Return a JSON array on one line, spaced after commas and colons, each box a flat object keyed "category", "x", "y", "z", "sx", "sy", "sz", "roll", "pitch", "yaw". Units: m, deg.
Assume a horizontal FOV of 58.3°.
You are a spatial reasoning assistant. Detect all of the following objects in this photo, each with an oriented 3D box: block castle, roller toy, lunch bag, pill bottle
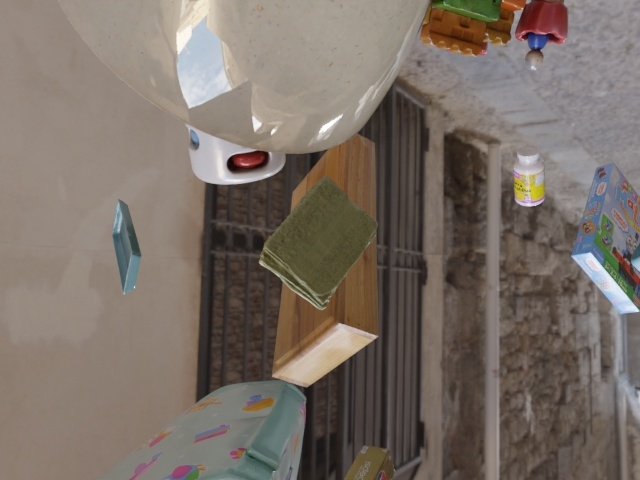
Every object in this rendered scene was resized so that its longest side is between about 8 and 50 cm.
[{"category": "block castle", "x": 0.177, "y": -0.422, "z": 0.982, "sx": 0.453, "sy": 0.213, "sz": 0.303, "roll": 5, "pitch": -171, "yaw": -25}, {"category": "roller toy", "x": -0.167, "y": -0.208, "z": 1.150, "sx": 0.209, "sy": 0.146, "sz": 0.191, "roll": 6, "pitch": -153, "yaw": 20}, {"category": "lunch bag", "x": -0.114, "y": 0.240, "z": 0.472, "sx": 0.262, "sy": 0.160, "sz": 0.223, "roll": -43, "pitch": 177, "yaw": 6}, {"category": "pill bottle", "x": 0.304, "y": -0.095, "z": 0.836, "sx": 0.043, "sy": 0.083, "sz": 0.043, "roll": -11, "pitch": -145, "yaw": 8}]

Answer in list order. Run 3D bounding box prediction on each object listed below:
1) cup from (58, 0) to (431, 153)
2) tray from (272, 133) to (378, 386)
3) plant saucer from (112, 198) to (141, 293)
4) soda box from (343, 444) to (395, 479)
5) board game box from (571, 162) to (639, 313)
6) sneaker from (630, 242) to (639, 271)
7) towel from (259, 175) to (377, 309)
[{"category": "cup", "x": -0.023, "y": -0.273, "z": 0.460, "sx": 0.331, "sy": 0.331, "sz": 0.237, "roll": 5, "pitch": 150, "yaw": -33}, {"category": "tray", "x": 0.010, "y": 0.017, "z": 0.989, "sx": 0.076, "sy": 0.411, "sz": 0.203, "roll": 22, "pitch": 137, "yaw": -22}, {"category": "plant saucer", "x": -0.290, "y": 0.004, "z": 0.855, "sx": 0.018, "sy": 0.067, "sz": 0.192, "roll": 6, "pitch": -157, "yaw": -29}, {"category": "soda box", "x": 0.073, "y": 0.460, "z": 1.042, "sx": 0.058, "sy": 0.061, "sz": 0.181, "roll": -2, "pitch": -156, "yaw": 32}, {"category": "board game box", "x": 0.515, "y": -0.007, "z": 0.997, "sx": 0.160, "sy": 0.212, "sz": 0.039, "roll": 42, "pitch": 147, "yaw": -20}, {"category": "sneaker", "x": 0.588, "y": 0.010, "z": 0.729, "sx": 0.127, "sy": 0.208, "sz": 0.319, "roll": -43, "pitch": 171, "yaw": -26}, {"category": "towel", "x": 0.000, "y": 0.000, "z": 0.711, "sx": 0.110, "sy": 0.148, "sz": 0.027, "roll": 42, "pitch": 154, "yaw": -13}]
